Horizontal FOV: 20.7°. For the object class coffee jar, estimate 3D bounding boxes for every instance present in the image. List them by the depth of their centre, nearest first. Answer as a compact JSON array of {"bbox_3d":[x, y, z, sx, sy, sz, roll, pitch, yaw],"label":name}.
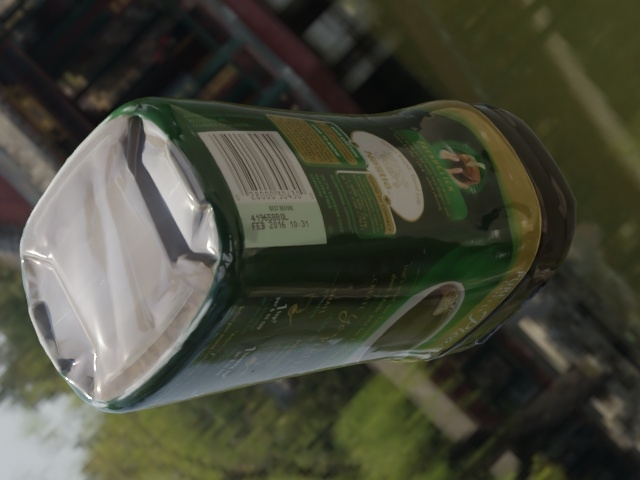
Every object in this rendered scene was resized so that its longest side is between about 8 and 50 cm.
[{"bbox_3d":[0.000,0.000,0.577,0.184,0.096,0.079,-4,-123,-47],"label":"coffee jar"}]
